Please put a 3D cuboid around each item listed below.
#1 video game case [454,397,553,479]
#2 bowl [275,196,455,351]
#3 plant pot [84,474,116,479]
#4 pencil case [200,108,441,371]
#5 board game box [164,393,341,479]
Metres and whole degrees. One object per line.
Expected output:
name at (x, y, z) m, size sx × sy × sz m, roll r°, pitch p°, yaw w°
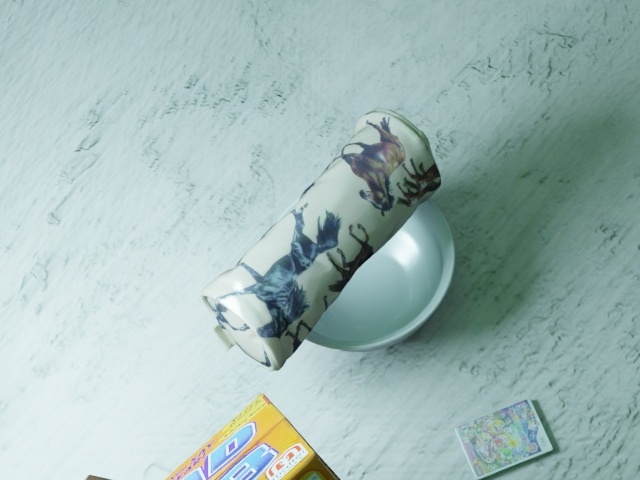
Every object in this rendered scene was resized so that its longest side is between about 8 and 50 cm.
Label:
video game case at (0.271, 0.294, 1.818) m, size 0.122 × 0.011 × 0.087 m, roll -22°, pitch 60°, yaw 1°
bowl at (0.067, 0.057, 1.916) m, size 0.298 × 0.134 × 0.297 m, roll -5°, pitch 62°, yaw 10°
plant pot at (-0.229, 0.452, 1.757) m, size 0.230 × 0.215 × 0.215 m, roll 4°, pitch 64°, yaw -1°
pencil case at (0.000, 0.000, 1.796) m, size 0.160 × 0.183 × 0.410 m, roll 42°, pitch 77°, yaw -2°
board game box at (-0.063, 0.465, 1.521) m, size 0.356 × 0.356 × 0.356 m, roll -41°, pitch 101°, yaw -7°
